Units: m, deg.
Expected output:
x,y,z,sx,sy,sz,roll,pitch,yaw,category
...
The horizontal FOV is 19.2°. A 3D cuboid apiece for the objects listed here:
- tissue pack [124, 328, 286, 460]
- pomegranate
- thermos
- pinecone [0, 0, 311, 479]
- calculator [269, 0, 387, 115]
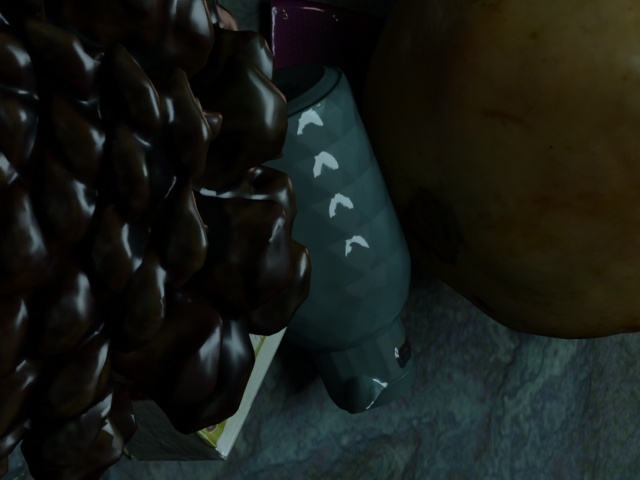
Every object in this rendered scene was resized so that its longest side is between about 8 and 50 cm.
x,y,z,sx,sy,sz,roll,pitch,yaw,category
-0.106,0.086,1.470,0.099,0.106,0.149,49,51,-35,tissue pack
0.238,-0.111,1.641,0.411,0.411,0.411,7,80,-49,pomegranate
0.000,0.000,1.589,0.182,0.145,0.286,-73,144,-64,thermos
-0.191,-0.028,1.194,0.397,0.397,0.398,7,80,-49,pinecone
0.019,-0.150,1.700,0.190,0.034,0.127,4,81,-50,calculator
